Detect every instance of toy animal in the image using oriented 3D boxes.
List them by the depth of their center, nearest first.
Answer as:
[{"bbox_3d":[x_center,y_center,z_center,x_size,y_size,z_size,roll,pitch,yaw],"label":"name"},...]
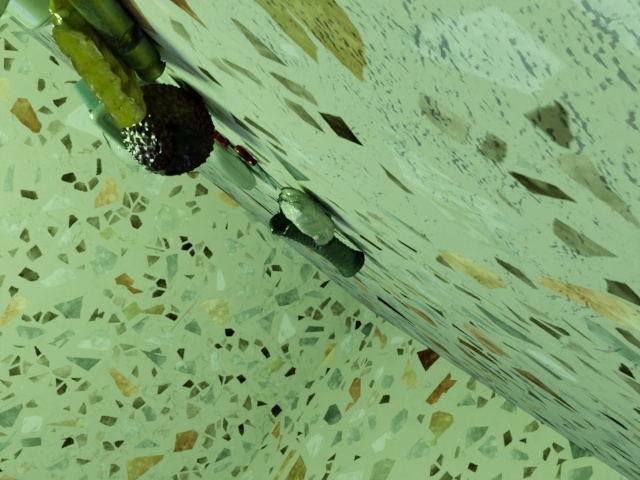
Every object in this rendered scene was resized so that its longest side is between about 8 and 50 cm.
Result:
[{"bbox_3d":[-0.564,-0.330,2.286,0.258,0.194,0.357,51,161,-28],"label":"toy animal"}]

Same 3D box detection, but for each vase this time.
[{"bbox_3d":[0.000,0.000,1.666,0.237,0.115,0.115,38,176,-32],"label":"vase"}]

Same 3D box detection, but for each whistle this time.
[{"bbox_3d":[-0.317,-0.332,1.035,0.067,0.057,0.326,30,174,17],"label":"whistle"}]

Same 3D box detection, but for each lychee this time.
[{"bbox_3d":[-0.292,-0.215,1.344,0.188,0.188,0.188,37,175,4],"label":"lychee"}]

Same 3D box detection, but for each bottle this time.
[{"bbox_3d":[-0.519,-0.444,1.206,0.245,0.104,0.104,42,173,-37],"label":"bottle"}]

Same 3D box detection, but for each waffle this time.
[{"bbox_3d":[-0.369,-0.327,1.149,0.219,0.057,0.229,-113,-4,-46],"label":"waffle"}]

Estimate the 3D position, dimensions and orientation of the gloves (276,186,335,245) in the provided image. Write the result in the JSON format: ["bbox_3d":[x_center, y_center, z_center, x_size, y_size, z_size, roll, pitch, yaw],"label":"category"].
[{"bbox_3d":[-0.033,-0.061,1.477,0.153,0.070,0.114,43,180,-43],"label":"gloves"}]

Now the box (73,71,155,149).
[{"bbox_3d":[-0.449,-0.317,1.621,0.130,0.162,0.227,48,177,14],"label":"box"}]

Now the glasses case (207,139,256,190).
[{"bbox_3d":[-0.229,-0.190,1.746,0.092,0.059,0.233,36,175,27],"label":"glasses case"}]

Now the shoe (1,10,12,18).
[{"bbox_3d":[-0.835,-0.626,1.692,0.363,0.132,0.160,41,175,10],"label":"shoe"}]

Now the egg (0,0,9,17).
[{"bbox_3d":[-0.565,-0.393,0.954,0.283,0.283,0.345,41,-176,-32],"label":"egg"}]

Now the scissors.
[{"bbox_3d":[-0.148,-0.167,1.648,0.144,0.017,0.247,34,176,42],"label":"scissors"}]
